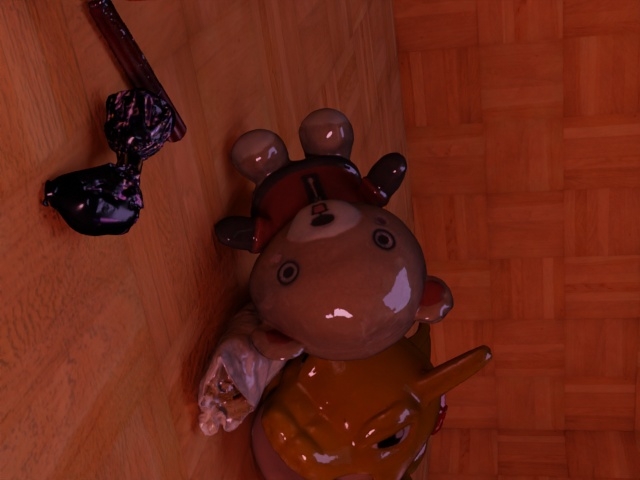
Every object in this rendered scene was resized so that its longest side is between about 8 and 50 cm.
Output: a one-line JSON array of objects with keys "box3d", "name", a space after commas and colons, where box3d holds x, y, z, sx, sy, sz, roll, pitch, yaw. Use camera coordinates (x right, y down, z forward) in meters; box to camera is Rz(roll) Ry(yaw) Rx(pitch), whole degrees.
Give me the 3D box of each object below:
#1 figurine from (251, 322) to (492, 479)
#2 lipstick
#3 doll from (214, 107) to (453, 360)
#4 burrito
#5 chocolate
[{"box3d": [0.060, 0.237, 1.148, 0.387, 0.267, 0.401, 93, 14, -57], "name": "figurine"}, {"box3d": [-0.163, -0.151, 0.756, 0.176, 0.027, 0.027, 66, 25, -56], "name": "lipstick"}, {"box3d": [0.000, 0.000, 0.981, 0.174, 0.234, 0.330, 86, -12, -45], "name": "doll"}, {"box3d": [-0.065, 0.111, 1.039, 0.392, 0.076, 0.117, -53, 159, -69], "name": "burrito"}, {"box3d": [-0.165, -0.057, 0.674, 0.070, 0.072, 0.147, -44, -160, 48], "name": "chocolate"}]
